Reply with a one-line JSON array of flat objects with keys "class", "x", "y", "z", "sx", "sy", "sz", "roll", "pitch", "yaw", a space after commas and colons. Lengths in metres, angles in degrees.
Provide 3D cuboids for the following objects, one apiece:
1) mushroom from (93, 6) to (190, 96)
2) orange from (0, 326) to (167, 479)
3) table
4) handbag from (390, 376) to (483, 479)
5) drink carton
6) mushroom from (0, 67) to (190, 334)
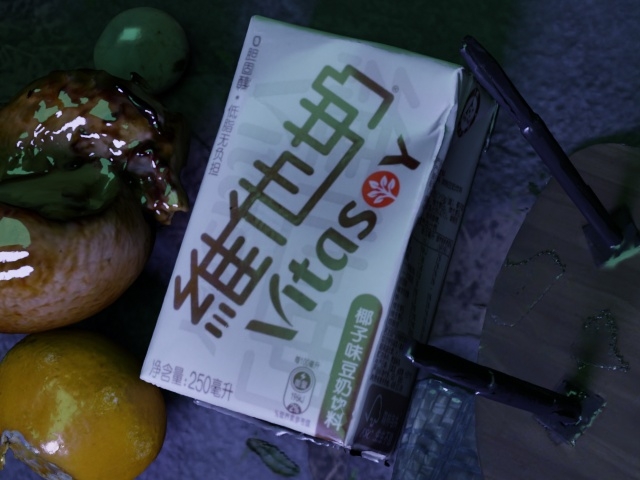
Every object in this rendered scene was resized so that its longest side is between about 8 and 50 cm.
[{"class": "mushroom", "x": -0.157, "y": -0.171, "z": 1.751, "sx": 0.085, "sy": 0.085, "sz": 0.079, "roll": -27, "pitch": 32, "yaw": 13}, {"class": "orange", "x": -0.208, "y": 0.147, "z": 1.664, "sx": 0.156, "sy": 0.134, "sz": 0.157, "roll": 21, "pitch": 131, "yaw": 25}, {"class": "table", "x": 0.188, "y": 0.035, "z": 1.439, "sx": 0.317, "sy": 0.249, "sz": 0.317, "roll": -13, "pitch": 60, "yaw": 22}, {"class": "handbag", "x": 0.169, "y": 0.218, "z": 1.564, "sx": 0.270, "sy": 0.088, "sz": 0.175, "roll": 20, "pitch": 79, "yaw": 21}, {"class": "drink carton", "x": 0.000, "y": 0.001, "z": 1.629, "sx": 0.194, "sy": 0.132, "sz": 0.325, "roll": 15, "pitch": 85, "yaw": 20}, {"class": "mushroom", "x": -0.235, "y": -0.029, "z": 1.661, "sx": 0.283, "sy": 0.263, "sz": 0.195, "roll": -21, "pitch": 107, "yaw": 23}]
